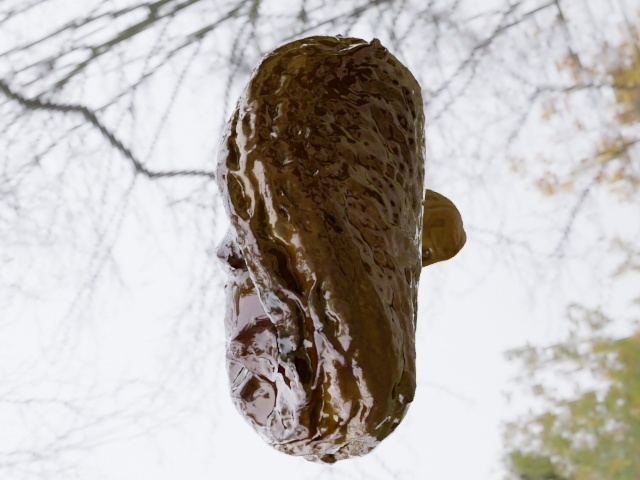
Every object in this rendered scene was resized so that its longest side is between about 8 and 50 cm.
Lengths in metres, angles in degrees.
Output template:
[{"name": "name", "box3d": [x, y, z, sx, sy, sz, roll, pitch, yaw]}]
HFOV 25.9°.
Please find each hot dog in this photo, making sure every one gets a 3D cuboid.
[{"name": "hot dog", "box3d": [0.003, 0.002, 0.653, 0.227, 0.099, 0.160, -86, -4, -55]}]

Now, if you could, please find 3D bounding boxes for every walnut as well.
[{"name": "walnut", "box3d": [0.055, -0.012, 1.062, 0.121, 0.091, 0.052, -18, -70, -27]}]
